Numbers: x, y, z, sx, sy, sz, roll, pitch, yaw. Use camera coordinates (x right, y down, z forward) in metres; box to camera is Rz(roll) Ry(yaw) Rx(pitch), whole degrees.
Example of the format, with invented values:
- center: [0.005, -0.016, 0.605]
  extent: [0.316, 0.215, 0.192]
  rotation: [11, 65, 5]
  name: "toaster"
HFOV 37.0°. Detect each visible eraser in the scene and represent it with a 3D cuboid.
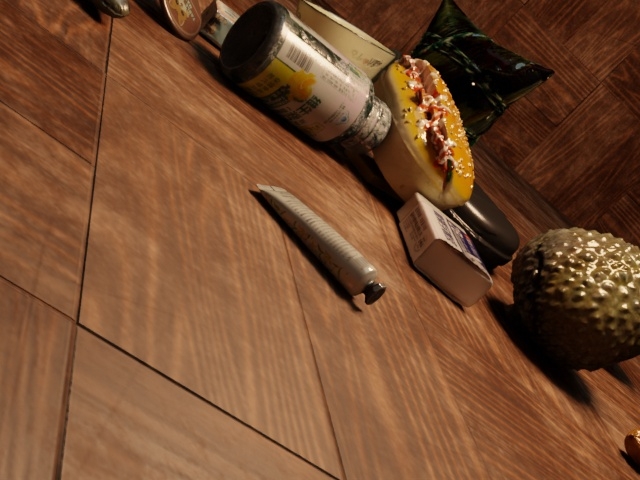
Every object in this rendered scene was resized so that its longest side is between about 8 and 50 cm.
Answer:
- center: [0.193, 0.010, 1.521]
  extent: [0.124, 0.068, 0.210]
  rotation: [36, 16, -17]
  name: "eraser"

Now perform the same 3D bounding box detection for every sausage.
- center: [0.541, 0.355, 1.526]
  extent: [0.183, 0.054, 0.062]
  rotation: [38, 48, -26]
  name: "sausage"

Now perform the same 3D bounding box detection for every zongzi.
- center: [0.257, -0.355, 2.055]
  extent: [0.319, 0.383, 0.362]
  rotation: [35, 24, -47]
  name: "zongzi"

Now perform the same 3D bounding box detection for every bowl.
- center: [0.031, -0.409, 2.055]
  extent: [0.238, 0.126, 0.237]
  rotation: [29, 13, -7]
  name: "bowl"

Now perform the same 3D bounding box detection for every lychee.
- center: [0.444, 0.095, 1.611]
  extent: [0.255, 0.275, 0.255]
  rotation: [-15, 90, -76]
  name: "lychee"

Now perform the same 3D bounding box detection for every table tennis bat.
- center: [-0.253, -0.367, 1.497]
  extent: [0.170, 0.119, 0.107]
  rotation: [-72, 144, -49]
  name: "table tennis bat"

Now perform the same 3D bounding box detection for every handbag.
- center: [0.264, -0.073, 1.871]
  extent: [0.308, 0.093, 0.254]
  rotation: [52, 17, 28]
  name: "handbag"

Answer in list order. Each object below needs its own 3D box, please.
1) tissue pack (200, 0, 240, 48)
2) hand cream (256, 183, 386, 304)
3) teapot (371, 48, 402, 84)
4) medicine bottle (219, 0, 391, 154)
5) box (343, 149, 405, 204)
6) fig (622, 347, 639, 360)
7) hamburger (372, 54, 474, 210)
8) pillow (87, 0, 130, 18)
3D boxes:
- center: [-0.154, -0.350, 1.600]
  extent: [0.094, 0.059, 0.074]
  rotation: [36, 19, -27]
  name: "tissue pack"
- center: [0.000, 0.000, 1.119]
  extent: [0.194, 0.042, 0.067]
  rotation: [45, 22, 22]
  name: "hand cream"
- center: [0.150, -0.321, 2.171]
  extent: [0.149, 0.162, 0.239]
  rotation: [49, 36, -31]
  name: "teapot"
- center: [-0.014, -0.248, 1.533]
  extent: [0.293, 0.141, 0.141]
  rotation: [31, 20, -38]
  name: "medicine bottle"
- center: [0.109, -0.115, 1.722]
  extent: [0.155, 0.023, 0.087]
  rotation: [25, 22, -50]
  name: "box"
- center: [0.637, 0.182, 2.051]
  extent: [0.206, 0.206, 0.275]
  rotation: [52, -11, 26]
  name: "fig"
- center: [0.185, -0.185, 1.692]
  extent: [0.227, 0.151, 0.295]
  rotation: [37, 28, -45]
  name: "hamburger"
- center: [-0.326, -0.370, 1.230]
  extent: [0.241, 0.051, 0.093]
  rotation: [42, 15, 1]
  name: "pillow"
